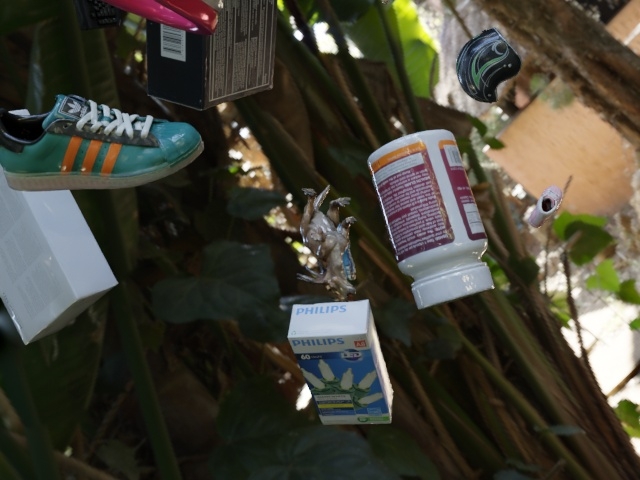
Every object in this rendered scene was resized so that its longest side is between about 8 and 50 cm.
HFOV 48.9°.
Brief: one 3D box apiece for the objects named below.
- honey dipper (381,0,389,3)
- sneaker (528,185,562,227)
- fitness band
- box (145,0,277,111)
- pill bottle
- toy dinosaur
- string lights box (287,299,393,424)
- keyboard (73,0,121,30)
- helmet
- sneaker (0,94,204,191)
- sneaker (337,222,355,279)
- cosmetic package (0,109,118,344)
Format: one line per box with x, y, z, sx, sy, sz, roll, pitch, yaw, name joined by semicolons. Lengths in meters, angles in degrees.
0.089;-0.595;1.659;0.030;0.160;0.031;23;-90;-83;honey dipper
0.541;-0.093;1.655;0.134;0.051;0.070;-49;-14;-28;sneaker
-0.246;-0.327;0.887;0.291;0.208;0.054;5;-78;-69;fitness band
-0.255;-0.494;1.678;0.294;0.182;0.297;-32;-45;-52;box
0.270;-0.046;1.697;0.223;0.393;0.224;-15;-9;-2;pill bottle
0.000;0.000;1.705;0.200;0.127;0.296;107;155;-44;toy dinosaur
0.041;0.218;1.230;0.077;0.133;0.260;-81;-20;-45;string lights box
-0.520;-0.609;1.486;0.033;0.318;0.201;2;21;32;keyboard
0.433;-0.447;1.829;0.161;0.169;0.169;-41;1;21;helmet
-0.324;-0.148;1.007;0.108;0.301;0.121;-93;-5;-53;sneaker
0.053;0.038;2.224;0.082;0.191;0.071;-6;11;20;sneaker
-0.573;-0.017;1.369;0.284;0.377;0.097;-31;-4;41;cosmetic package
